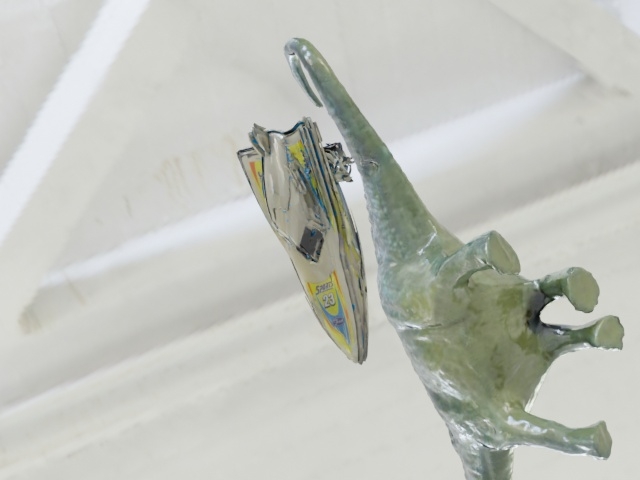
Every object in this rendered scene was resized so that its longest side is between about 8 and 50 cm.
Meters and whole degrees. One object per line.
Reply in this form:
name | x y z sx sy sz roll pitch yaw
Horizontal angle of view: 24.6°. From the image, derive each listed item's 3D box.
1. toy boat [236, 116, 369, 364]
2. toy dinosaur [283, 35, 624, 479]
toy boat | 0.000 0.000 1.179 0.066 0.084 0.210 -16 -94 -48
toy dinosaur | 0.080 0.048 0.808 0.076 0.147 0.363 -31 -77 -47
